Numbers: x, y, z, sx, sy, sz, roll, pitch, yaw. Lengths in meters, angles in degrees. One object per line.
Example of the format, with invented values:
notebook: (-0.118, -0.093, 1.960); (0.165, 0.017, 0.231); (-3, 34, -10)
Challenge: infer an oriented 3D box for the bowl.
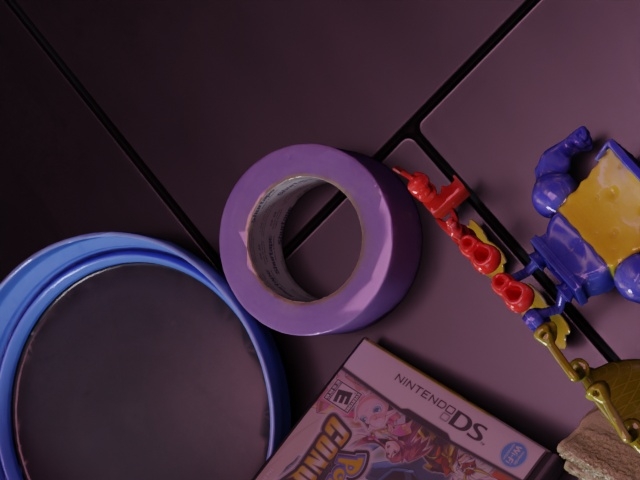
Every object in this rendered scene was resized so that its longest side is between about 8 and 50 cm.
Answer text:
bowl: (-0.207, 0.186, 1.693); (0.391, 0.077, 0.391); (-1, 88, 25)

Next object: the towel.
towel: (0.296, 0.195, 1.437); (0.148, 0.110, 0.027); (29, 139, 25)

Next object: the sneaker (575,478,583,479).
sneaker: (0.226, 0.281, 1.479); (0.235, 0.094, 0.153); (-6, 65, 50)

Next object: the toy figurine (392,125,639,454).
toy figurine: (0.261, 0.003, 1.419); (0.217, 0.191, 0.362); (-42, 58, 4)

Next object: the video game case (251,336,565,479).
video game case: (0.051, 0.254, 1.504); (0.248, 0.035, 0.275); (30, 75, 36)

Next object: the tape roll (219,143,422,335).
tape roll: (0.000, 0.000, 1.602); (0.189, 0.080, 0.189); (-1, 87, 24)
